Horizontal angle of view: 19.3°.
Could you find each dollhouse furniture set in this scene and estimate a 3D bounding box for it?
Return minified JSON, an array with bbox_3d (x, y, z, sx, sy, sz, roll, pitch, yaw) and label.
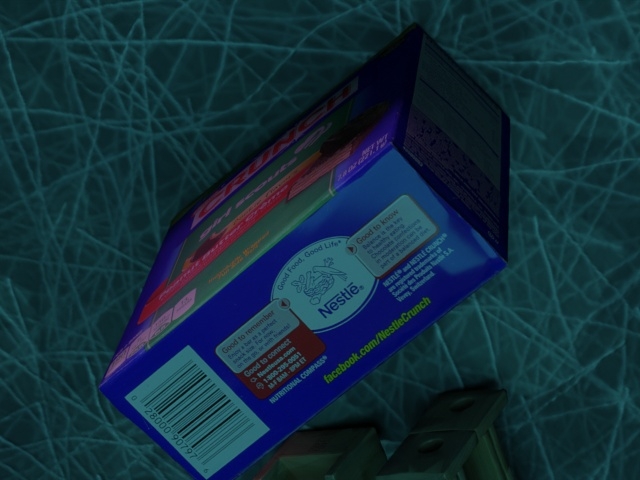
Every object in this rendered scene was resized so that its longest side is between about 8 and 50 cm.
[{"bbox_3d":[0.070,0.211,1.548,0.184,0.129,0.129,-7,113,35],"label":"dollhouse furniture set"}]

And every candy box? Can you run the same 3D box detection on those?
[{"bbox_3d":[0.000,0.000,1.349,0.268,0.317,0.122,-39,101,17],"label":"candy box"}]
